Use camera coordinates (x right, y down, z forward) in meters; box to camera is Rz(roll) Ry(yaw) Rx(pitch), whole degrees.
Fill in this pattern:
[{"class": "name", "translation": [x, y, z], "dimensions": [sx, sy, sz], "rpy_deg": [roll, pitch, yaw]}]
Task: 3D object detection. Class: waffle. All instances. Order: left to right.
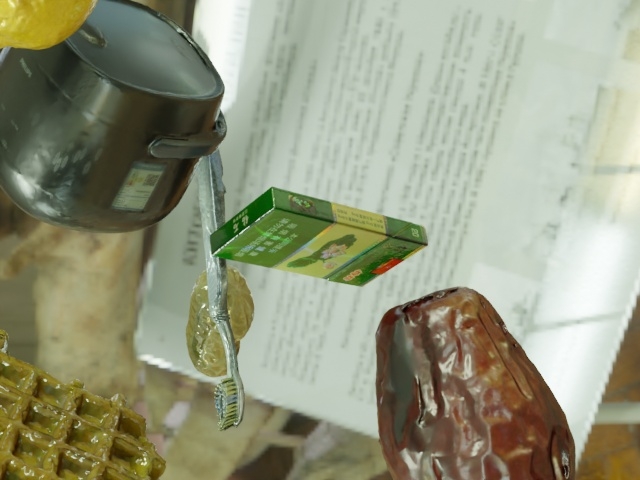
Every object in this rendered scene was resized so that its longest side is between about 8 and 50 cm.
[{"class": "waffle", "translation": [-0.274, 0.187, 1.091], "dimensions": [0.300, 0.281, 0.058], "rpy_deg": [38, 116, 9]}]

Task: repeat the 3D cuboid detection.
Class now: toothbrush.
[{"class": "toothbrush", "translation": [-0.132, 0.042, 1.528], "dimensions": [0.035, 0.042, 0.414], "rpy_deg": [1, 99, 36]}]

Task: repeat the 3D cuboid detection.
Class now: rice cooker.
[{"class": "rice cooker", "translation": [-0.249, -0.140, 1.357], "dimensions": [0.224, 0.267, 0.267], "rpy_deg": [-58, 36, 27]}]

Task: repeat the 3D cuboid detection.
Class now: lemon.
[{"class": "lemon", "translation": [-0.226, -0.222, 0.948], "dimensions": [0.155, 0.114, 0.114], "rpy_deg": [-61, 27, 0]}]

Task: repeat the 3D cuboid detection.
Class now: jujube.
[{"class": "jujube", "translation": [0.160, 0.194, 1.261], "dimensions": [0.197, 0.197, 0.290], "rpy_deg": [-26, 83, 62]}]

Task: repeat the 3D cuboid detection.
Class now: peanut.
[{"class": "peanut", "translation": [-0.142, 0.116, 1.690], "dimensions": [0.083, 0.093, 0.194], "rpy_deg": [-75, -5, -54]}]

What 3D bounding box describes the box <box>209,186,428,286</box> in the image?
[{"class": "box", "translation": [0.000, 0.000, 1.430], "dimensions": [0.132, 0.235, 0.034], "rpy_deg": [-35, 54, 41]}]
